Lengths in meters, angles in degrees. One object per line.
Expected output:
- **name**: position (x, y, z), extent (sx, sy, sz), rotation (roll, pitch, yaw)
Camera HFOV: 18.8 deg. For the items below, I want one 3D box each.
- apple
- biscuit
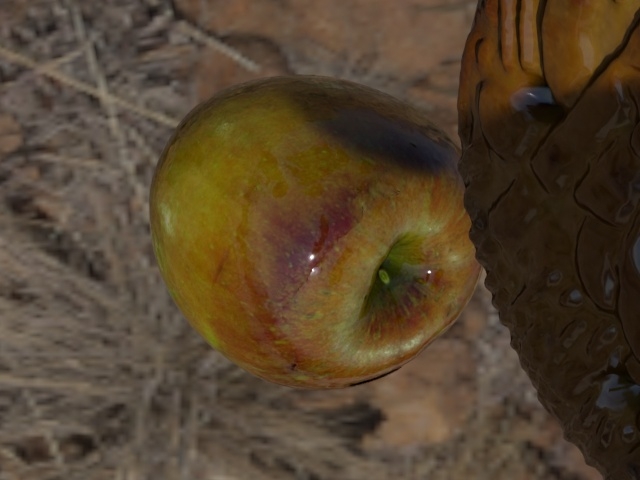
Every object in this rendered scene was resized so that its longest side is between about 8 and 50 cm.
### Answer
- **apple**: position (-0.005, -0.012, 0.971), extent (0.163, 0.147, 0.146), rotation (-24, 128, -28)
- **biscuit**: position (0.093, -0.003, 0.470), extent (0.027, 0.188, 0.187), rotation (-19, 102, -31)
